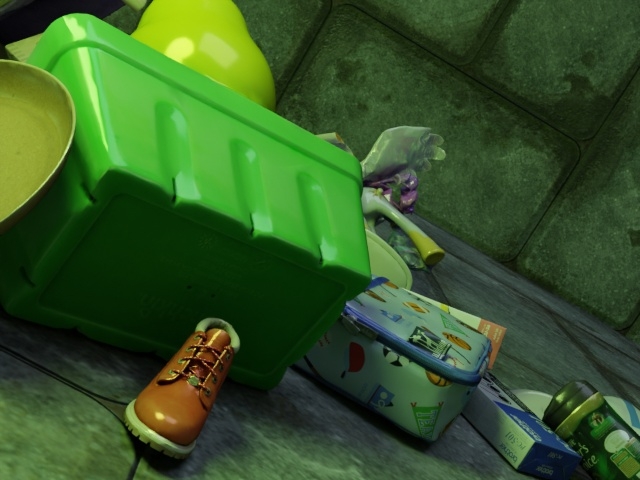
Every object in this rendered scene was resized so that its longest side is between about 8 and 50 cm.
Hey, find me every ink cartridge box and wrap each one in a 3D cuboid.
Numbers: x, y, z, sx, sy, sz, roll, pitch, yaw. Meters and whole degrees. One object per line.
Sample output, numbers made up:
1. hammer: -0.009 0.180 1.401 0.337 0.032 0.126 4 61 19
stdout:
1. ink cartridge box: 0.157 0.121 1.335 0.198 0.067 0.115 21 -5 4
2. ink cartridge box: 0.240 0.234 1.222 0.097 0.046 0.207 24 12 -33

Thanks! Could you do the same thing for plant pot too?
1. plant pot: -0.294 -0.054 0.693 0.236 0.236 0.032 38 -26 36

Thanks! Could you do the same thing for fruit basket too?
1. fruit basket: -0.146 -0.077 0.915 0.392 0.283 0.392 35 21 -16

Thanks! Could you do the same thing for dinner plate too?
1. dinner plate: 0.315 0.247 1.313 0.141 0.017 0.141 10 24 -5

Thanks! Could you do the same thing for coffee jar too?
1. coffee jar: 0.373 0.270 1.208 0.184 0.079 0.096 49 -14 23

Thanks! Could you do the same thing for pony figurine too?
1. pony figurine: 0.083 -0.074 1.766 0.351 0.302 0.363 11 35 -39

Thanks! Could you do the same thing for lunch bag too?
1. lunch bag: 0.078 0.121 1.121 0.243 0.114 0.303 31 9 13

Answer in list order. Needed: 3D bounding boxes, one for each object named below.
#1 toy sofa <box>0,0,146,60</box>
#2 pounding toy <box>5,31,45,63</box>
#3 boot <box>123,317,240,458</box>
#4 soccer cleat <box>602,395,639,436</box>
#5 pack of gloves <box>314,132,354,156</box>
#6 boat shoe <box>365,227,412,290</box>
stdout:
1. toy sofa: -0.430 -0.362 1.432 0.363 0.177 0.150 -15 -42 39
2. pounding toy: -0.348 -0.217 1.387 0.181 0.206 0.094 -27 45 -25
3. boot: -0.103 0.109 0.721 0.059 0.084 0.158 32 11 -5
4. soccer cleat: 0.464 0.328 1.293 0.143 0.116 0.331 9 16 -29
5. pack of gloves: -0.021 -0.140 1.949 0.232 0.046 0.195 -4 -35 34
6. boat shoe: 0.000 0.000 1.473 0.320 0.116 0.099 24 15 -9
